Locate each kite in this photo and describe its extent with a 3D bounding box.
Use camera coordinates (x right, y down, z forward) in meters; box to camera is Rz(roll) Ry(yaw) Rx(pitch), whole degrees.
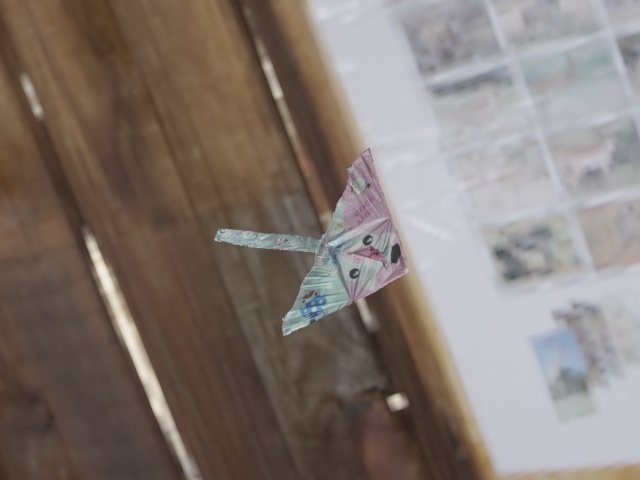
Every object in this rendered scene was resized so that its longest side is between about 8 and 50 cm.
[{"bbox_3d":[0.000,0.000,1.217,0.153,0.137,0.005,18,12,-36],"label":"kite"}]
